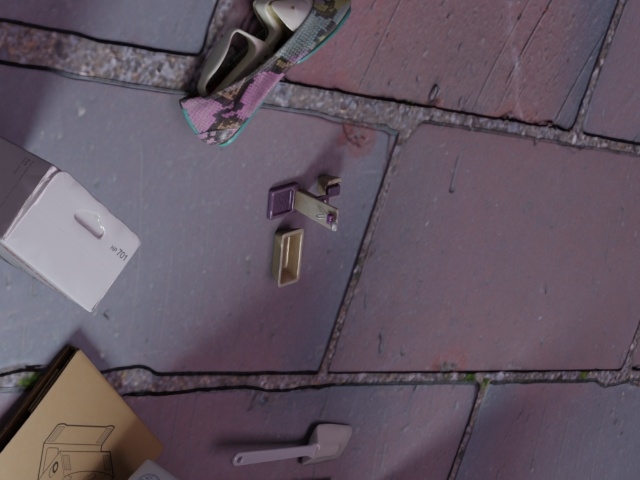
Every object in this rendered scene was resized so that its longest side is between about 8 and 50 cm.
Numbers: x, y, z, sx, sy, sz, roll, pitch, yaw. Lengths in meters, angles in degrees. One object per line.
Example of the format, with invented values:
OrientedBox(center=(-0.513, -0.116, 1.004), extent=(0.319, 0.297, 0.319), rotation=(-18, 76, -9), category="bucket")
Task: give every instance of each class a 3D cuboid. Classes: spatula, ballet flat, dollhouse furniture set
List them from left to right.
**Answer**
OrientedBox(center=(-0.057, -0.191, 1.778), extent=(0.221, 0.077, 0.079), rotation=(-48, 120, -16), category="ballet flat")
OrientedBox(center=(-0.053, 0.295, 2.085), extent=(0.242, 0.019, 0.168), rotation=(4, 112, -55), category="spatula")
OrientedBox(center=(0.000, 0.000, 1.934), extent=(0.091, 0.081, 0.114), rotation=(-18, 124, -41), category="dollhouse furniture set")

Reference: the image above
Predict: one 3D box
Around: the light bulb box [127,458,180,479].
OrientedBox(center=(-0.182, 0.491, 1.838), extent=(0.361, 0.225, 0.358), rotation=(-46, 148, -24), category="light bulb box")

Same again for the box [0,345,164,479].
OrientedBox(center=(-0.254, 0.225, 1.822), extent=(0.164, 0.021, 0.201), rotation=(-55, 141, -20), category="box")

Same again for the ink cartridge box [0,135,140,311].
OrientedBox(center=(-0.269, -0.032, 1.536), extent=(0.082, 0.191, 0.139), rotation=(-54, 140, -9), category="ink cartridge box")
